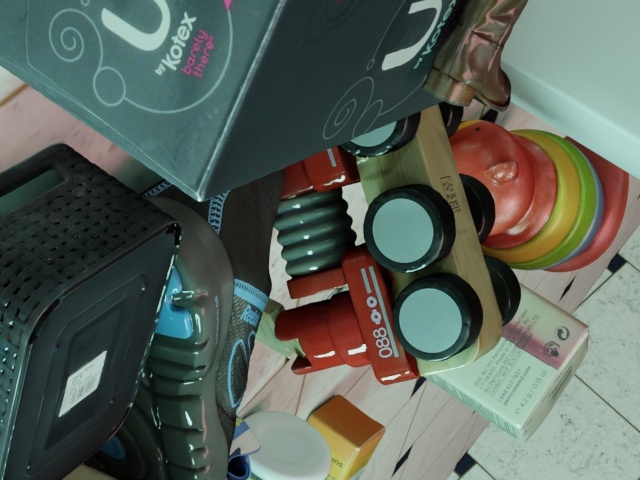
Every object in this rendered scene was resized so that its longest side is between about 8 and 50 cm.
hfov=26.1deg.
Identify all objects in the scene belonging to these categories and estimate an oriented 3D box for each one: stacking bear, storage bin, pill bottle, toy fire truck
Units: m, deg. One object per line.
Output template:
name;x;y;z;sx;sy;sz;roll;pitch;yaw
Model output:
stacking bear;0.205;-0.053;1.459;0.175;0.164;0.289;-15;168;28
storage bin;-0.158;0.053;0.757;0.122;0.084;0.180;-38;155;-48
pill bottle;-0.064;0.270;1.402;0.103;0.103;0.184;-33;152;-53
toy fire truck;0.000;0.000;0.999;0.246;0.217;0.158;-17;-179;25

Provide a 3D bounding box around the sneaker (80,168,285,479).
sneaker;-0.086;0.078;0.941;0.139;0.125;0.341;-49;165;-38

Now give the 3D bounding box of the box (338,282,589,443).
box;0.150;0.091;1.435;0.127;0.232;0.148;-55;164;-6

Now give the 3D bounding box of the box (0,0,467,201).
box;-0.012;-0.148;0.680;0.270;0.143;0.165;-28;148;-57

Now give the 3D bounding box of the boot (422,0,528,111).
boot;0.103;-0.127;0.734;0.114;0.037;0.106;-65;165;16

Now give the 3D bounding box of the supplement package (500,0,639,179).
supplement package;0.213;-0.169;1.014;0.177;0.293;0.175;-56;164;2

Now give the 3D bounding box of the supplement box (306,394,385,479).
supplement box;-0.011;0.304;1.668;0.080;0.078;0.233;-30;149;-57

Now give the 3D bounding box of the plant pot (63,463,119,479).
plant pot;-0.193;0.203;0.919;0.109;0.096;0.109;-44;160;-38

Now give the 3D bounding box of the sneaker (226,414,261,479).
sneaker;-0.102;0.222;1.282;0.053;0.059;0.144;-34;154;-57
